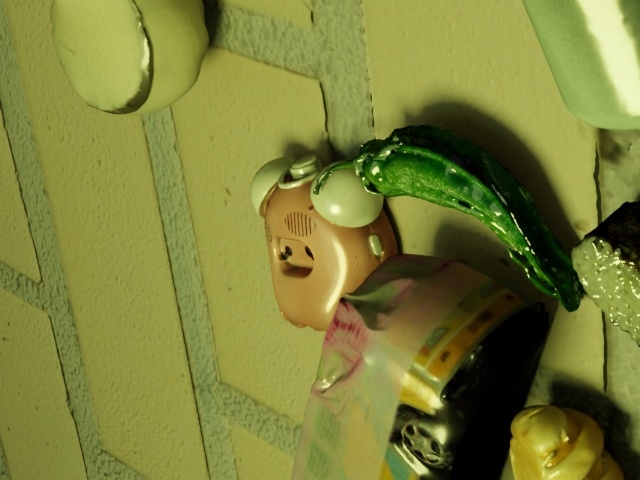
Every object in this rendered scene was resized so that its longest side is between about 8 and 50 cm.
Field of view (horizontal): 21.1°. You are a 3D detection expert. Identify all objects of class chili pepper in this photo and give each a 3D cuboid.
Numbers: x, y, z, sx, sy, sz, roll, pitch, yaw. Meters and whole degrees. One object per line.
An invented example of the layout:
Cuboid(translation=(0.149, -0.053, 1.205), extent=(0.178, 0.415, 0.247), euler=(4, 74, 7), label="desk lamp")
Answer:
Cuboid(translation=(0.110, -0.041, 1.444), extent=(0.279, 0.065, 0.122), euler=(31, 131, 34), label="chili pepper")

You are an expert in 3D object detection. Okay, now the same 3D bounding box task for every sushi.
Cuboid(translation=(0.260, 0.037, 1.274), extent=(0.150, 0.078, 0.090), euler=(40, 148, 31), label="sushi")

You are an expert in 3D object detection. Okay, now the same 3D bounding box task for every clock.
Cuboid(translation=(0.000, 0.000, 1.615), extent=(0.166, 0.092, 0.162), euler=(6, 115, 55), label="clock")

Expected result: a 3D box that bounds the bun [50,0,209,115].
Cuboid(translation=(-0.173, -0.211, 1.678), extent=(0.173, 0.120, 0.173), euler=(26, 126, 42), label="bun")

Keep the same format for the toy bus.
Cuboid(translation=(0.072, 0.176, 1.544), extent=(0.162, 0.171, 0.386), euler=(32, 138, 19), label="toy bus")

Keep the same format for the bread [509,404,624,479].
Cuboid(translation=(0.216, 0.221, 1.459), extent=(0.119, 0.084, 0.177), euler=(-134, 26, -71), label="bread")

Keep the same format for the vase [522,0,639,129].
Cuboid(translation=(0.196, -0.231, 1.042), extent=(0.245, 0.245, 0.291), euler=(3, 122, 55), label="vase")
